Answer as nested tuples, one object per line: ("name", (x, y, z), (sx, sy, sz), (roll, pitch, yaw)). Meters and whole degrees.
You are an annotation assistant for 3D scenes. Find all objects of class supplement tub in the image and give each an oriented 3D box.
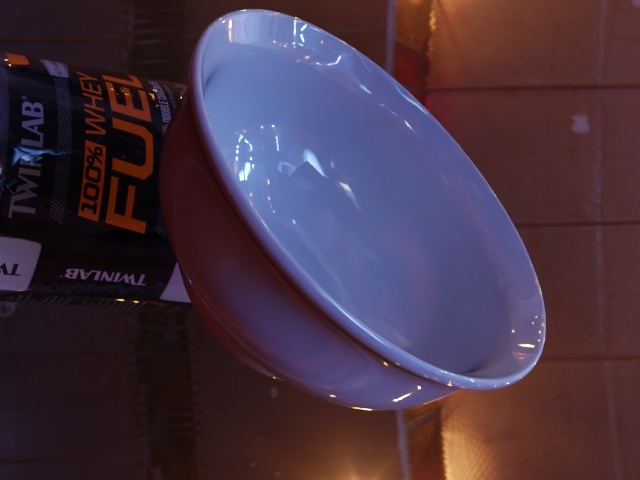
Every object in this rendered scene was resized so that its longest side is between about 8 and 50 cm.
("supplement tub", (-0.204, -0.045, 0.852), (0.207, 0.338, 0.207), (-17, -109, 59))

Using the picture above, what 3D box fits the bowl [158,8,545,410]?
("bowl", (0.000, 0.000, 0.657), (0.134, 0.298, 0.297), (-41, -106, 30))
